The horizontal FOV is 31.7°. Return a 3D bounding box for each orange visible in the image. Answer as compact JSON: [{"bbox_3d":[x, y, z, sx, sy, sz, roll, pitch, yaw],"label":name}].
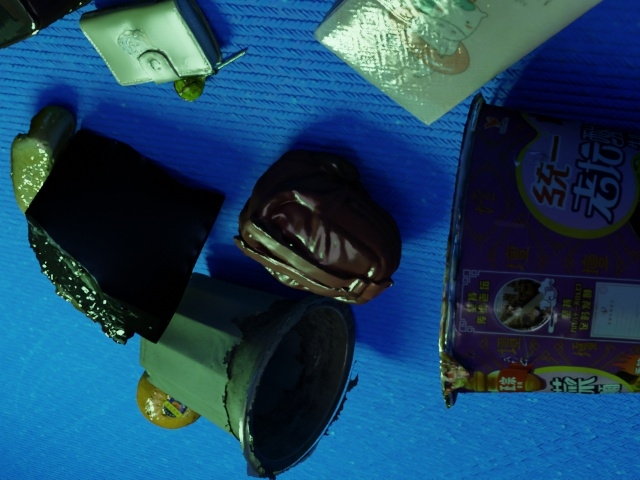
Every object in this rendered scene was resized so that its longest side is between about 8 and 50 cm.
[{"bbox_3d":[-0.255,0.264,1.980,0.135,0.117,0.135,-1,110,-3],"label":"orange"}]

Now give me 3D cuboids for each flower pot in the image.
[{"bbox_3d":[-0.117,0.174,1.664,0.259,0.290,0.290,21,148,28],"label":"flower pot"}]

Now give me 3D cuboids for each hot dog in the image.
[{"bbox_3d":[-0.398,-0.105,1.610,0.073,0.084,0.242,27,147,4],"label":"hot dog"}]

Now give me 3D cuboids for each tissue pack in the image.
[{"bbox_3d":[0.147,-0.243,1.081,0.170,0.071,0.325,38,145,-14],"label":"tissue pack"}]

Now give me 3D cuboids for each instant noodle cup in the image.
[{"bbox_3d":[0.273,0.025,1.160,0.266,0.340,0.340,7,143,12],"label":"instant noodle cup"}]

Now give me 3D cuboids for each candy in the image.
[{"bbox_3d":[-0.130,-0.202,1.357,0.123,0.035,0.035,-22,156,37],"label":"candy"}]

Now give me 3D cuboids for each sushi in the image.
[{"bbox_3d":[-0.289,0.017,1.584,0.227,0.215,0.212,24,147,1],"label":"sushi"}]

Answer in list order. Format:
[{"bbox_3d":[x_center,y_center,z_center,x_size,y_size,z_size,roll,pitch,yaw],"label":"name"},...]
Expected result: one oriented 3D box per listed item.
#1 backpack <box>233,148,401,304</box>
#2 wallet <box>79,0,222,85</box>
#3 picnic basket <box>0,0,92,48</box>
[{"bbox_3d":[0.001,-0.002,1.438,0.229,0.139,0.229,19,145,14],"label":"backpack"},{"bbox_3d":[-0.198,-0.239,1.338,0.155,0.039,0.110,-3,132,35],"label":"wallet"},{"bbox_3d":[-0.405,-0.303,1.305,0.297,0.129,0.222,-7,136,40],"label":"picnic basket"}]
